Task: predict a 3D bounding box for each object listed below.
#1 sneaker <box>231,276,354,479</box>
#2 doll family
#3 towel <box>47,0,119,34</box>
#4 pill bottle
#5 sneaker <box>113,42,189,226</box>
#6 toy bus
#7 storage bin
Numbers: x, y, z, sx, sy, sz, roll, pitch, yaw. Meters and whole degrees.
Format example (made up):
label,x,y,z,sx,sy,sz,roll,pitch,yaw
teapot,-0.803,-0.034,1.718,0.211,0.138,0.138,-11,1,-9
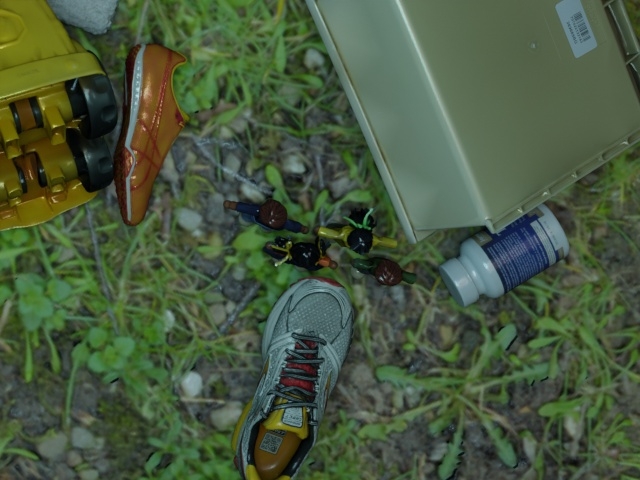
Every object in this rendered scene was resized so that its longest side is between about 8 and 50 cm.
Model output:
label,x,y,z,sx,sy,sz,roll,pitch,yaw
sneaker,-0.020,0.143,1.294,0.088,0.093,0.225,14,102,-10
doll family,0.000,0.000,1.295,0.193,0.111,0.076,5,93,-9
towel,-0.232,-0.331,1.211,0.187,0.049,0.282,21,120,-9
pill bottle,0.180,0.016,1.348,0.120,0.067,0.067,-30,98,-7
sneaker,-0.159,-0.098,1.290,0.067,0.064,0.175,8,95,-20
toy bus,-0.289,-0.140,1.220,0.149,0.220,0.211,-21,66,-19
storage bin,0.160,-0.173,1.260,0.260,0.123,0.262,-31,104,-29
